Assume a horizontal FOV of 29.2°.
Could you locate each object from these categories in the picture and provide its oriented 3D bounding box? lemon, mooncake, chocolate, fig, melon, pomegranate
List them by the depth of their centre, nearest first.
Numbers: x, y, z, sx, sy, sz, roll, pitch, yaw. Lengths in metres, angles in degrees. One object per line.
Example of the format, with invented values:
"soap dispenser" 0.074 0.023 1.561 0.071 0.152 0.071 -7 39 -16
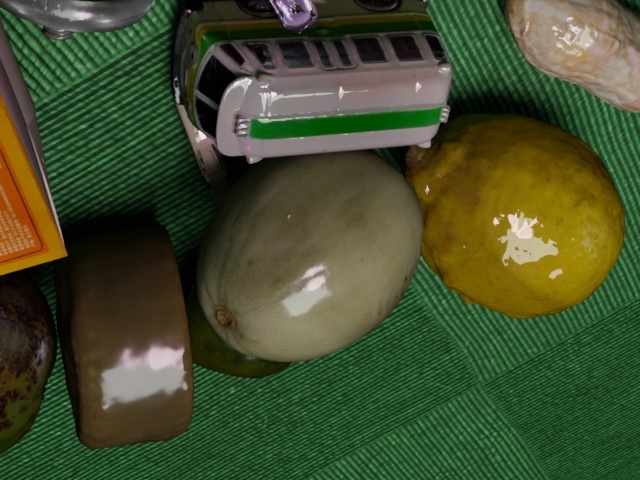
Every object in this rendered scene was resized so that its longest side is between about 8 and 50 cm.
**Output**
"melon" -0.011 0.010 1.502 0.308 0.272 0.272 -40 138 -5
"pomegranate" -0.499 0.129 1.507 0.340 0.285 0.285 17 130 -3
"chocolate" 0.357 -0.249 1.562 0.309 0.134 0.134 20 123 -36
"mooncake" -0.254 0.123 1.564 0.155 0.284 0.284 -4 135 -14
"lemon" 0.257 -0.037 1.637 0.285 0.285 0.316 -32 152 10
"fig" -0.090 0.072 1.686 0.195 0.195 0.245 32 82 -43

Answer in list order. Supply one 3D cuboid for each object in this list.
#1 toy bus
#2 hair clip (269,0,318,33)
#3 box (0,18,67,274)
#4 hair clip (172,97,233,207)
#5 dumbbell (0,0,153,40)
"toy bus" -0.008 -0.187 1.425 0.305 0.179 0.143 -6 136 -19
"hair clip" -0.091 -0.345 1.303 0.137 0.090 0.278 -21 131 17
"box" -0.410 -0.130 1.246 0.214 0.259 0.283 -18 138 -8
"hair clip" -0.137 -0.097 1.544 0.034 0.072 0.226 -23 138 -5
"dumbbell" -0.211 -0.368 1.124 0.179 0.179 0.406 0 127 -25
